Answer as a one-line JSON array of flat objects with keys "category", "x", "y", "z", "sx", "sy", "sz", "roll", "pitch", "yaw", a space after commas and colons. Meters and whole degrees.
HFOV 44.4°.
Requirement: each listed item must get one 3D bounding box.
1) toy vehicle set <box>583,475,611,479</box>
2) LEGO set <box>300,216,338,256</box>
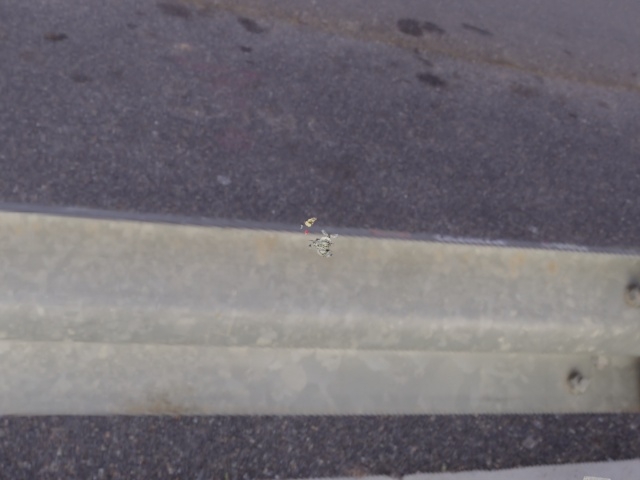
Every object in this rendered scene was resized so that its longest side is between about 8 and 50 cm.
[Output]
[{"category": "toy vehicle set", "x": 0.395, "y": 0.459, "z": 1.089, "sx": 0.035, "sy": 0.267, "sz": 0.166, "roll": -1, "pitch": 52, "yaw": 27}, {"category": "LEGO set", "x": -0.003, "y": 0.000, "z": 1.297, "sx": 0.083, "sy": 0.054, "sz": 0.023, "roll": 37, "pitch": 29, "yaw": -23}]
